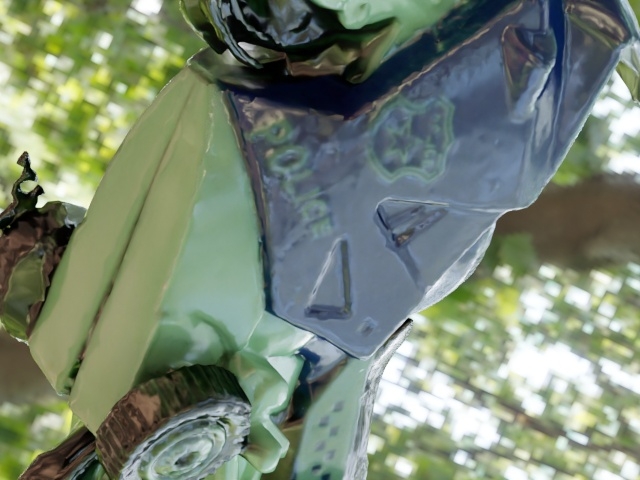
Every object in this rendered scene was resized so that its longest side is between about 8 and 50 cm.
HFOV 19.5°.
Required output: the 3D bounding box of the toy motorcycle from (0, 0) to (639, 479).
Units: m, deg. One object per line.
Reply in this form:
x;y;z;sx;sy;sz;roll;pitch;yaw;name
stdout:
0.000;0.000;0.630;0.125;0.196;0.331;45;-53;40;toy motorcycle
